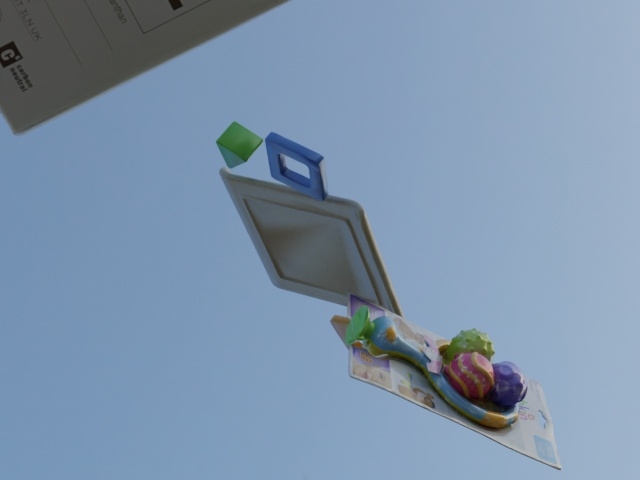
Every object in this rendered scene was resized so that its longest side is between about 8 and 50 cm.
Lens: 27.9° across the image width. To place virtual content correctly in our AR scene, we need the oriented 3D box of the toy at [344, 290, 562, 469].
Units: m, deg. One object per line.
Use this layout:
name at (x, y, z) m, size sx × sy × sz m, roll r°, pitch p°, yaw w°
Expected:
toy at (0.138, 0.122, 1.253) m, size 0.237 × 0.137 × 0.056 m, roll 23°, pitch -60°, yaw -14°

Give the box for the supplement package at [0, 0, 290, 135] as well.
supplement package at (-0.028, -0.199, 0.540) m, size 0.293 × 0.177 × 0.175 m, roll -25°, pitch -74°, yaw 7°

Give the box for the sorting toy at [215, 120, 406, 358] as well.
sorting toy at (0.000, 0.000, 1.350) m, size 0.047 × 0.196 × 0.348 m, roll -52°, pitch -39°, yaw -27°
